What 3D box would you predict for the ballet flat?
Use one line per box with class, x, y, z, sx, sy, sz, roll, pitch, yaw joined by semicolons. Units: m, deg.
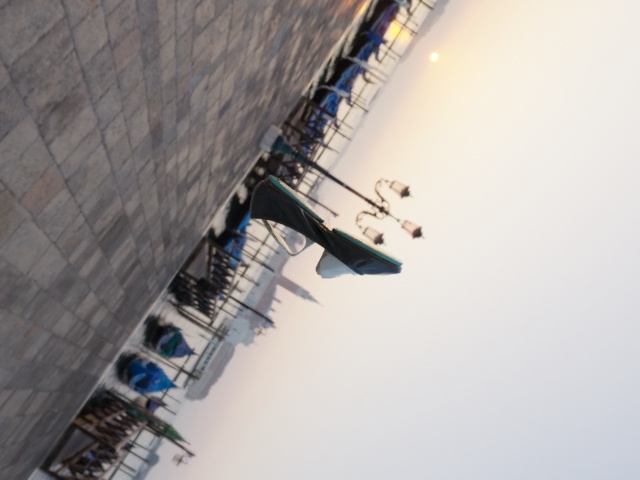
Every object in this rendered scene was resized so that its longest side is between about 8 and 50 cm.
ballet flat;0.000;0.000;0.817;0.096;0.280;0.095;-58;171;9
